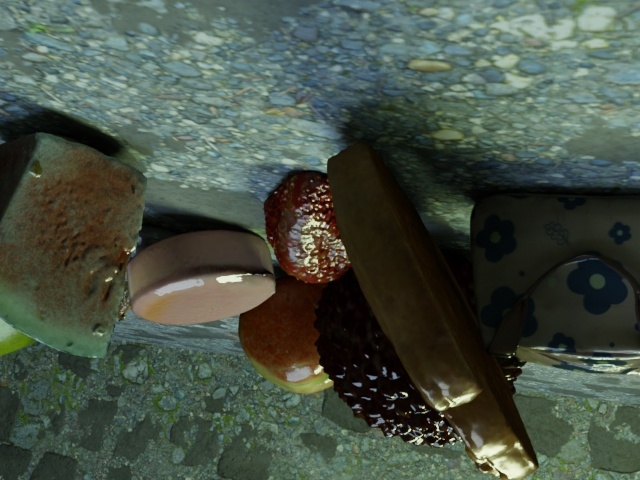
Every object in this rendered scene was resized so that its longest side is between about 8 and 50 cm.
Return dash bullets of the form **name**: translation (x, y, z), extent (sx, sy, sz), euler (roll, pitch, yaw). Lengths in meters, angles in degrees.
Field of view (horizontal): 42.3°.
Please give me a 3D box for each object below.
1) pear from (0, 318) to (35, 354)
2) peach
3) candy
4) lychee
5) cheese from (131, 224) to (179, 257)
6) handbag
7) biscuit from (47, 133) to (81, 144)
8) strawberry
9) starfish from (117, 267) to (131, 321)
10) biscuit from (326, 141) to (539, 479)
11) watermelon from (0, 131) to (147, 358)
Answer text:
- **pear**: translation (-0.651, 0.130, 1.659), extent (0.282, 0.286, 0.176), euler (5, -150, 17)
- **peach**: translation (-0.048, 0.166, 1.593), extent (0.257, 0.232, 0.232), euler (45, -173, 31)
- **candy**: translation (-0.190, 0.062, 1.366), extent (0.255, 0.094, 0.255), euler (-11, 159, -4)
- **lychee**: translation (0.141, 0.149, 1.242), extent (0.306, 0.330, 0.306), euler (-5, 140, -4)
- **cheese**: translation (-0.273, 0.018, 1.456), extent (0.135, 0.052, 0.244), euler (7, 167, 20)
- **handbag**: translation (0.300, 0.058, 0.952), extent (0.251, 0.193, 0.190), euler (2, 160, 23)
- **biscuit**: translation (-0.342, -0.091, 1.092), extent (0.162, 0.035, 0.250), euler (17, 160, -17)
- **strawberry**: translation (-0.006, 0.000, 1.096), extent (0.175, 0.107, 0.236), euler (-2, 162, 36)
- **starfish**: translation (-0.337, 0.097, 1.721), extent (0.295, 0.048, 0.231), euler (0, 139, -9)
- **biscuit**: translation (0.122, 0.077, 0.902), extent (0.078, 0.350, 0.455), euler (-24, 140, 13)
- **watermelon**: translation (-0.299, -0.010, 0.996), extent (0.201, 0.262, 0.213), euler (-36, 138, 26)
